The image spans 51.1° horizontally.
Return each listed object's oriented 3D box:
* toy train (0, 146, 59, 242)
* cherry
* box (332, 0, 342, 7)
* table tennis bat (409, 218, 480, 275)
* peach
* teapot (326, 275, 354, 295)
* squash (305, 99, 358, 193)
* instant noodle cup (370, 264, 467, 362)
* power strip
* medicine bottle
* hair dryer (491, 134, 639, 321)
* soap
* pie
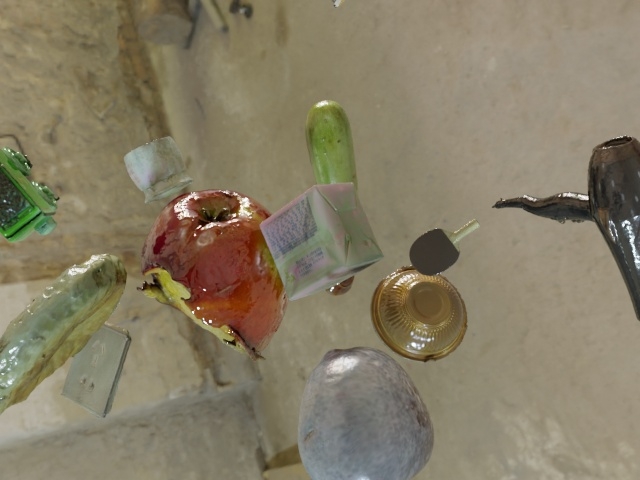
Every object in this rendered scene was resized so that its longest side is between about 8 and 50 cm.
[{"bbox_3d":[-0.698,-0.109,1.495,0.243,0.132,0.188,51,177,-6],"label":"toy train"},{"bbox_3d":[0.077,0.335,1.193,0.218,0.255,0.296,-24,81,51],"label":"cherry"},{"bbox_3d":[-0.035,-0.538,1.216,0.247,0.033,0.129,43,176,-9],"label":"box"},{"bbox_3d":[0.251,0.008,1.345,0.156,0.013,0.087,-35,76,8],"label":"table tennis bat"},{"bbox_3d":[-0.226,0.095,1.567,0.339,0.353,0.416,29,127,38],"label":"peach"},{"bbox_3d":[0.044,0.099,1.858,0.078,0.129,0.098,-16,112,41],"label":"teapot"},{"bbox_3d":[0.036,-0.179,1.730,0.118,0.118,0.370,21,130,46],"label":"squash"},{"bbox_3d":[0.273,0.181,1.765,0.090,0.274,0.274,113,138,-65],"label":"instant noodle cup"},{"bbox_3d":[-0.526,0.304,1.618,0.198,0.064,0.213,11,81,42],"label":"power strip"},{"bbox_3d":[-0.426,-0.183,1.766,0.147,0.147,0.143,-20,97,49],"label":"medicine bottle"},{"bbox_3d":[0.435,-0.023,1.148,0.359,0.120,0.303,12,127,61],"label":"hair dryer"},{"bbox_3d":[0.000,0.000,1.383,0.199,0.138,0.182,-33,76,43],"label":"soap"},{"bbox_3d":[-0.414,0.140,1.042,0.071,0.306,0.306,42,130,1],"label":"pie"}]
